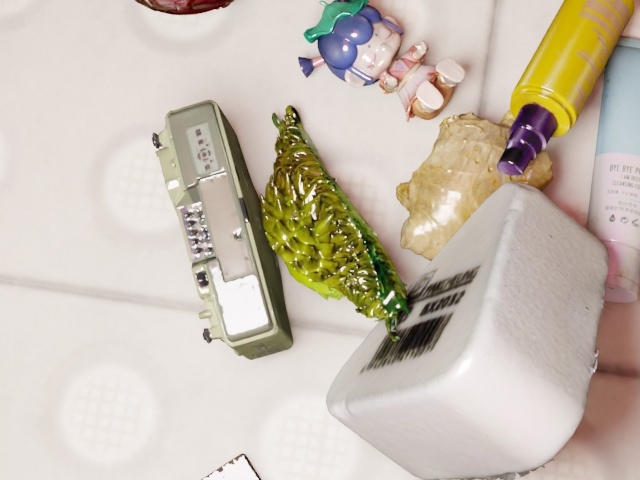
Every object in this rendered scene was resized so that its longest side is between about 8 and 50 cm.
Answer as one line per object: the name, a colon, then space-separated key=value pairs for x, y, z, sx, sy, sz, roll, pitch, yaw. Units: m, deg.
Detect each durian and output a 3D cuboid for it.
durian: x=0.004 y=-0.005 z=1.552 sx=0.106 sy=0.132 sz=0.375 roll=-32 pitch=52 yaw=7

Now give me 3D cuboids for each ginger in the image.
ginger: x=0.175 y=-0.062 z=1.584 sx=0.157 sy=0.102 sz=0.216 roll=28 pitch=83 yaw=4

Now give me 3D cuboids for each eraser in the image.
eraser: x=0.144 y=0.129 z=1.463 sx=0.150 sy=0.331 sz=0.331 roll=36 pitch=85 yaw=-10

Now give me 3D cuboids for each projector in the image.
projector: x=-0.105 y=-0.004 z=1.559 sx=0.088 sy=0.193 sz=0.269 roll=-17 pitch=78 yaw=3

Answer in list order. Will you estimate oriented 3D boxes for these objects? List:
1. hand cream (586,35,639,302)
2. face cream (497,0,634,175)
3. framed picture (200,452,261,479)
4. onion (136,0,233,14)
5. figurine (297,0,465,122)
hand cream: x=0.351 y=-0.087 z=1.597 sx=0.111 sy=0.070 sz=0.312 roll=12 pitch=73 yaw=11
face cream: x=0.266 y=-0.178 z=1.562 sx=0.078 sy=0.078 sz=0.273 roll=26 pitch=63 yaw=11
framed picture: x=-0.095 y=0.345 z=1.579 sx=0.128 sy=0.023 sz=0.168 roll=-33 pitch=77 yaw=-1
onion: x=-0.171 y=-0.391 z=1.638 sx=0.281 sy=0.221 sz=0.281 roll=-4 pitch=51 yaw=4
figurine: x=0.066 y=-0.206 z=1.627 sx=0.195 sy=0.102 sz=0.111 roll=39 pitch=74 yaw=9
